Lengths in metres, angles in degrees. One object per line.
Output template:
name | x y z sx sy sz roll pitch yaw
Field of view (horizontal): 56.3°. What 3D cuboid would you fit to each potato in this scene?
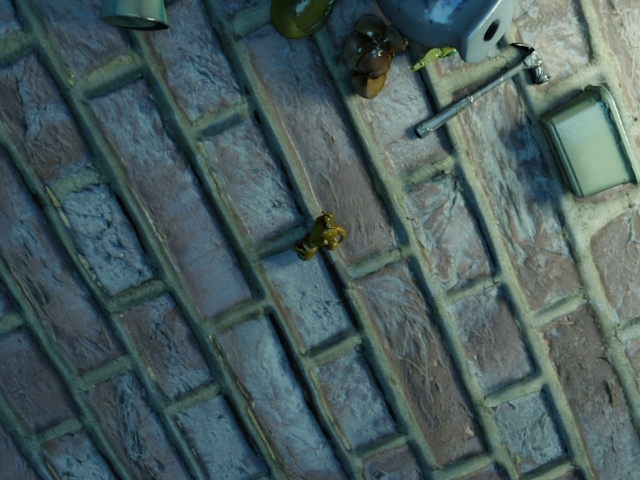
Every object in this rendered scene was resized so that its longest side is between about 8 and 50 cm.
potato | -0.038 -0.677 1.666 0.169 0.143 0.248 40 101 4

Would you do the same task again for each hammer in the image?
hammer | 0.474 -0.429 1.796 0.427 0.044 0.152 -35 102 7

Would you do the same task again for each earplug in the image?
earplug | -0.500 -0.754 1.630 0.185 0.185 0.323 4 97 -3

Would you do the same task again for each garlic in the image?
garlic | 0.136 -0.529 1.707 0.160 0.191 0.214 42 113 14

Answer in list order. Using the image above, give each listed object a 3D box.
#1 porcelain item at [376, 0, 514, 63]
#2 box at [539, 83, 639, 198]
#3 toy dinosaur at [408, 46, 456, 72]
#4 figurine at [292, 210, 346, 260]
porcelain item | 0.295 -0.648 1.582 0.405 0.178 0.242 43 102 24
box | 0.793 -0.283 1.783 0.183 0.175 0.311 -25 104 13
toy dinosaur | 0.359 -0.563 1.712 0.259 0.153 0.094 -34 101 16
figurine | 0.001 0.003 1.874 0.176 0.121 0.122 -42 130 22
